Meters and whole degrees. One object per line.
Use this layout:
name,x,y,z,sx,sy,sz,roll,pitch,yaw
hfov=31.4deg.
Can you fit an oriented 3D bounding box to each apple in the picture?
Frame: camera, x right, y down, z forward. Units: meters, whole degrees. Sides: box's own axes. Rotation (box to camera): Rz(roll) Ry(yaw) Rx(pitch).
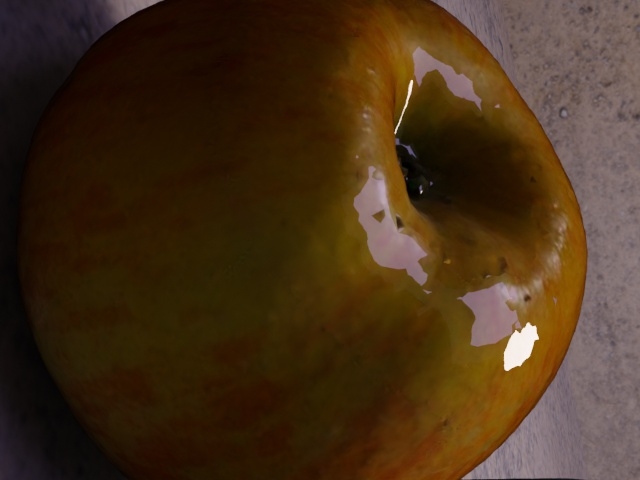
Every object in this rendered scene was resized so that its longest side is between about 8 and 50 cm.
apple,0.000,0.000,0.590,0.301,0.301,0.302,-10,90,-71

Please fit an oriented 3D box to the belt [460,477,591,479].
belt,0.137,0.321,0.633,0.436,0.173,0.300,47,57,-17
